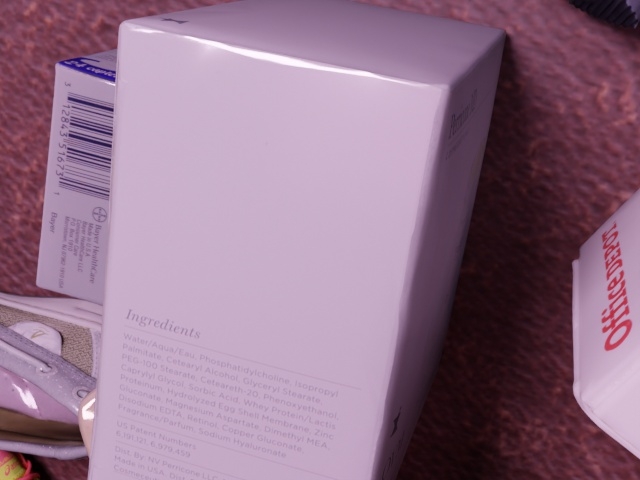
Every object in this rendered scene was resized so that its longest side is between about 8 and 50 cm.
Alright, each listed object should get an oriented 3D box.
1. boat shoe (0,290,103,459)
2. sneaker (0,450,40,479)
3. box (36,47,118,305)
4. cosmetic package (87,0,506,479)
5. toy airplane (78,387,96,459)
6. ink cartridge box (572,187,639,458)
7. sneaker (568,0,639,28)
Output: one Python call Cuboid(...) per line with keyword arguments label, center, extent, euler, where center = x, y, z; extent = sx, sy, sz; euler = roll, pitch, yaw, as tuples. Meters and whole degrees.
Cuboid(label="boat shoe", center=(-0.269, 0.090, 0.647), extent=(0.320, 0.103, 0.118), euler=(8, 110, 13))
Cuboid(label="sneaker", center=(-0.230, 0.204, 0.686), extent=(0.208, 0.081, 0.094), euler=(19, 110, 10))
Cuboid(label="box", center=(-0.094, -0.042, 0.534), extent=(0.072, 0.137, 0.126), euler=(16, 111, 10))
Cuboid(label="cosmetic package", center=(0.000, 0.000, 0.473), extent=(0.138, 0.224, 0.224), euler=(12, 111, 13))
Cuboid(label="toy airplane", center=(-0.022, 0.311, 0.532), extent=(0.384, 0.386, 0.272), euler=(24, 151, -22))
Cuboid(label="ink cartridge box", center=(0.247, -0.022, 0.407), extent=(0.115, 0.198, 0.273), euler=(40, 114, -1))
Cuboid(label="sneaker", center=(0.072, -0.253, 0.446), extent=(0.319, 0.112, 0.131), euler=(41, 99, -6))
